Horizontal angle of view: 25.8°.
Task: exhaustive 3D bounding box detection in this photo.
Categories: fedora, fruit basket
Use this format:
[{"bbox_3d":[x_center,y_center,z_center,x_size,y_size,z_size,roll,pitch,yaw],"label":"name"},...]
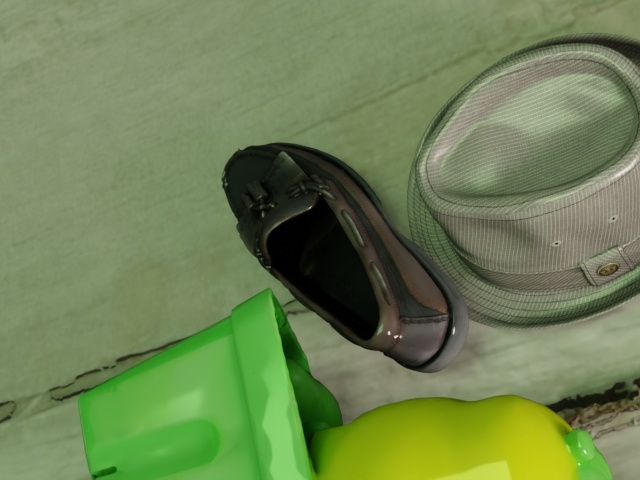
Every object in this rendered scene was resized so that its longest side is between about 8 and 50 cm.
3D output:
[{"bbox_3d":[0.173,-0.062,1.107,0.275,0.124,0.244,-17,68,22],"label":"fedora"},{"bbox_3d":[0.029,0.220,1.027,0.392,0.283,0.392,-2,70,7],"label":"fruit basket"}]

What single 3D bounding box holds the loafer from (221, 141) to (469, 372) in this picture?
[{"bbox_3d":[0.000,0.000,1.170,0.302,0.095,0.109,42,113,39],"label":"loafer"}]
